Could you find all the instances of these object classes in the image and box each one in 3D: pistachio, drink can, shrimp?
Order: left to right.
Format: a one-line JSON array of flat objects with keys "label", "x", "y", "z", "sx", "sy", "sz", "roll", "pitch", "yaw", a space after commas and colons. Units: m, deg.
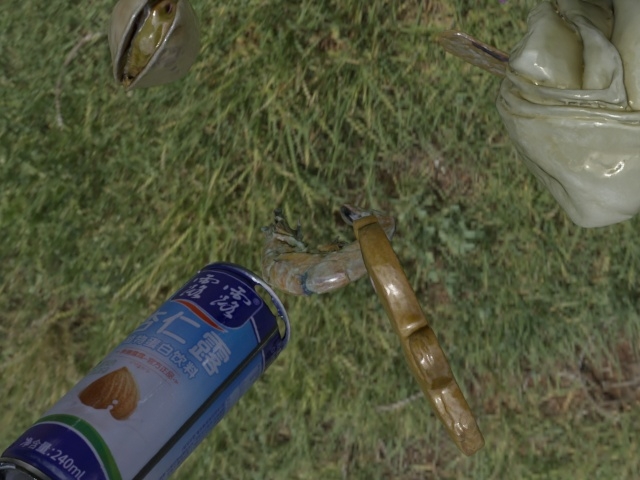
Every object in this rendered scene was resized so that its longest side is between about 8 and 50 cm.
[{"label": "drink can", "x": -0.122, "y": 0.117, "z": 0.741, "sx": 0.097, "sy": 0.235, "sz": 0.097, "roll": 22, "pitch": 134, "yaw": 24}, {"label": "pistachio", "x": -0.225, "y": -0.274, "z": 1.390, "sx": 0.126, "sy": 0.152, "sz": 0.223, "roll": 30, "pitch": 167, "yaw": -9}, {"label": "shrimp", "x": 0.000, "y": 0.000, "z": 1.796, "sx": 0.247, "sy": 0.360, "sz": 0.085, "roll": -27, "pitch": 114, "yaw": -12}]

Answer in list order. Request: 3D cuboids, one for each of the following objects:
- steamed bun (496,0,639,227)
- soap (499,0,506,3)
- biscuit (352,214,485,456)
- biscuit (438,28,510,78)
[{"label": "steamed bun", "x": 0.341, "y": -0.196, "z": 1.186, "sx": 0.289, "sy": 0.276, "sz": 0.203, "roll": -37, "pitch": 132, "yaw": 8}, {"label": "soap", "x": 0.207, "y": -0.362, "z": 0.723, "sx": 0.128, "sy": 0.359, "sz": 0.233, "roll": 35, "pitch": 147, "yaw": 14}, {"label": "biscuit", "x": 0.089, "y": 0.088, "z": 0.986, "sx": 0.035, "sy": 0.184, "sz": 0.248, "roll": -25, "pitch": 83, "yaw": 2}, {"label": "biscuit", "x": 0.235, "y": -0.263, "z": 1.472, "sx": 0.147, "sy": 0.071, "sz": 0.018, "roll": 25, "pitch": 80, "yaw": -1}]
